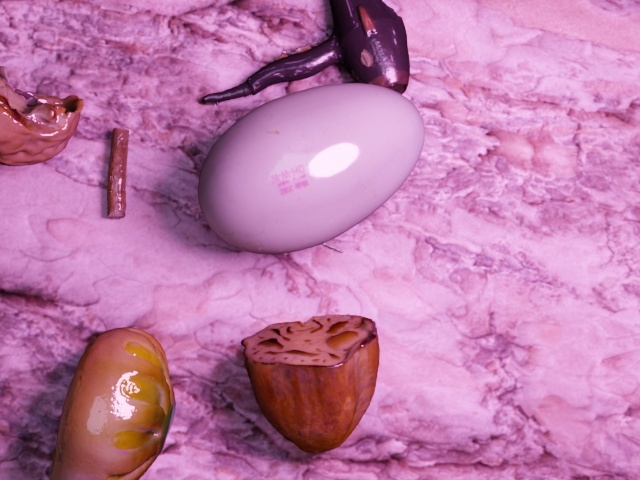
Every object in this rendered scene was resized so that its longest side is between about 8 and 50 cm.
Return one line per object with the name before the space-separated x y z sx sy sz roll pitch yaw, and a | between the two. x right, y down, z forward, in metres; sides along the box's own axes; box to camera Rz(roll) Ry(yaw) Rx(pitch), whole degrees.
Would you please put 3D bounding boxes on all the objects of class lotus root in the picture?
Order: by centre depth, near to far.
lotus root | -0.003 0.217 1.550 0.188 0.199 0.180 2 113 29

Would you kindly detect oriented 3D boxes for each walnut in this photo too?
walnut | -0.495 -0.188 1.541 0.238 0.204 0.141 22 99 4

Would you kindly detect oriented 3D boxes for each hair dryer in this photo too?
hair dryer | -0.046 -0.323 1.677 0.359 0.120 0.304 -23 74 -2

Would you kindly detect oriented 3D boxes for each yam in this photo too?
yam | -0.321 -0.107 1.624 0.032 0.032 0.146 2 78 -6

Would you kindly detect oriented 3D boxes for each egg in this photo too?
egg | -0.011 -0.116 1.560 0.370 0.230 0.230 -27 83 -12

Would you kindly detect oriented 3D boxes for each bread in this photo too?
bread | -0.297 0.251 1.492 0.158 0.156 0.261 14 78 -2

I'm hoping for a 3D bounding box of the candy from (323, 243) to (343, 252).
candy | 0.000 0.000 1.648 0.083 0.023 0.025 22 37 -10
